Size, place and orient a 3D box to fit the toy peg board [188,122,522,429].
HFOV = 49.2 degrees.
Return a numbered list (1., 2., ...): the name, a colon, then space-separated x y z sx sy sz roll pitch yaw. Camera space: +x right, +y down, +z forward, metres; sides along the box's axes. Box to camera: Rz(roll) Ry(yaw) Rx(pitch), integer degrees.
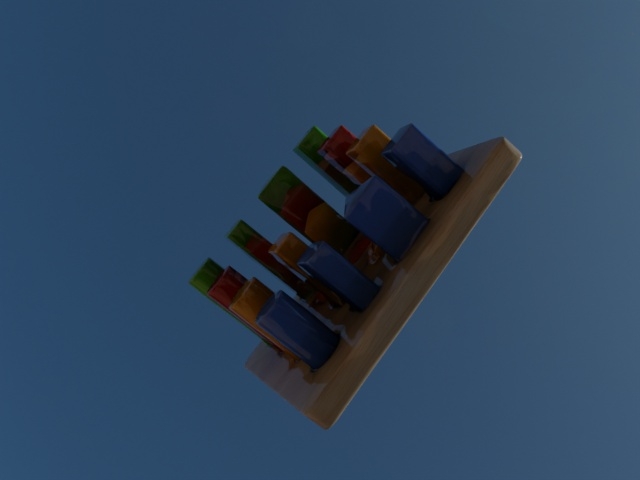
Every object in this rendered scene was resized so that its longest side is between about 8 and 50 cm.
1. toy peg board: 0.000 0.000 0.386 0.079 0.160 0.161 39 -101 -11
